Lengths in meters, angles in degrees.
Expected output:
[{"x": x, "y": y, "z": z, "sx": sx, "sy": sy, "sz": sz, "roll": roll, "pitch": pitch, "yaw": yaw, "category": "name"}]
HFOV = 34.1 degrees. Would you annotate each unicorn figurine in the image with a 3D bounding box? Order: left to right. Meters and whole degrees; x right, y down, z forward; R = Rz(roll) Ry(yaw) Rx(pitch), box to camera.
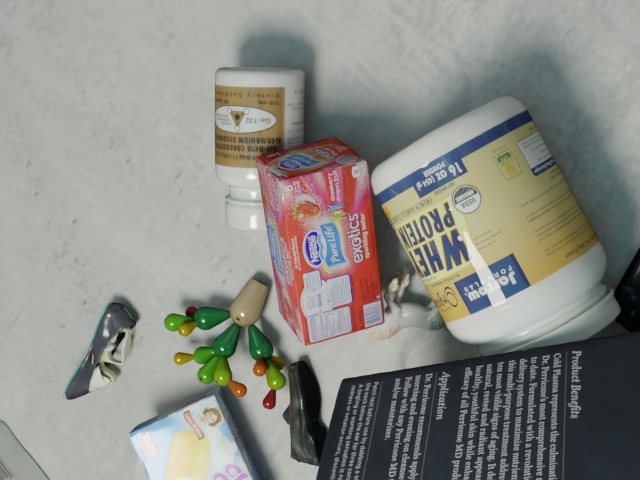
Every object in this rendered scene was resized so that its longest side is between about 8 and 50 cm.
[{"x": 0.126, "y": 0.100, "z": 1.519, "sx": 0.161, "sy": 0.060, "sz": 0.111, "roll": 11, "pitch": 111, "yaw": 17, "category": "unicorn figurine"}]

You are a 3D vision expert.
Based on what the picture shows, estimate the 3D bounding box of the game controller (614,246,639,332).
[{"x": 0.515, "y": 0.007, "z": 1.352, "sx": 0.166, "sy": 0.067, "sz": 0.319, "roll": 25, "pitch": 110, "yaw": 1, "category": "game controller"}]

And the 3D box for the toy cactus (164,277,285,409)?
[{"x": -0.130, "y": 0.147, "z": 1.626, "sx": 0.219, "sy": 0.112, "sz": 0.181, "roll": 29, "pitch": 90, "yaw": 23, "category": "toy cactus"}]

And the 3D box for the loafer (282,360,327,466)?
[{"x": -0.034, "y": 0.270, "z": 1.622, "sx": 0.061, "sy": 0.062, "sz": 0.170, "roll": -5, "pitch": 97, "yaw": 28, "category": "loafer"}]

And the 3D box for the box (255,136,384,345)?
[{"x": 0.000, "y": 0.000, "z": 1.462, "sx": 0.128, "sy": 0.122, "sz": 0.257, "roll": -15, "pitch": 116, "yaw": -15, "category": "box"}]

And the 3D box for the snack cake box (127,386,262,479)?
[{"x": -0.177, "y": 0.387, "z": 1.657, "sx": 0.152, "sy": 0.089, "sz": 0.264, "roll": -25, "pitch": 90, "yaw": 1, "category": "snack cake box"}]

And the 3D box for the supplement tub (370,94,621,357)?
[{"x": 0.231, "y": -0.004, "z": 1.365, "sx": 0.228, "sy": 0.228, "sz": 0.316, "roll": -30, "pitch": 88, "yaw": 25, "category": "supplement tub"}]

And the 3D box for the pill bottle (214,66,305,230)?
[{"x": -0.089, "y": -0.135, "z": 1.522, "sx": 0.131, "sy": 0.131, "sz": 0.229, "roll": 6, "pitch": 103, "yaw": 21, "category": "pill bottle"}]

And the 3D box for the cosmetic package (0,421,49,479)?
[{"x": -0.697, "y": 0.513, "z": 1.859, "sx": 0.385, "sy": 0.217, "sz": 0.156, "roll": -43, "pitch": 83, "yaw": 25, "category": "cosmetic package"}]

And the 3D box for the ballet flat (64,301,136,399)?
[{"x": -0.362, "y": 0.198, "z": 1.738, "sx": 0.074, "sy": 0.074, "sz": 0.203, "roll": 33, "pitch": 109, "yaw": 13, "category": "ballet flat"}]

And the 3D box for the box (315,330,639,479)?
[{"x": 0.299, "y": 0.392, "z": 1.282, "sx": 0.471, "sy": 0.297, "sz": 0.480, "roll": -11, "pitch": 127, "yaw": 25, "category": "box"}]
